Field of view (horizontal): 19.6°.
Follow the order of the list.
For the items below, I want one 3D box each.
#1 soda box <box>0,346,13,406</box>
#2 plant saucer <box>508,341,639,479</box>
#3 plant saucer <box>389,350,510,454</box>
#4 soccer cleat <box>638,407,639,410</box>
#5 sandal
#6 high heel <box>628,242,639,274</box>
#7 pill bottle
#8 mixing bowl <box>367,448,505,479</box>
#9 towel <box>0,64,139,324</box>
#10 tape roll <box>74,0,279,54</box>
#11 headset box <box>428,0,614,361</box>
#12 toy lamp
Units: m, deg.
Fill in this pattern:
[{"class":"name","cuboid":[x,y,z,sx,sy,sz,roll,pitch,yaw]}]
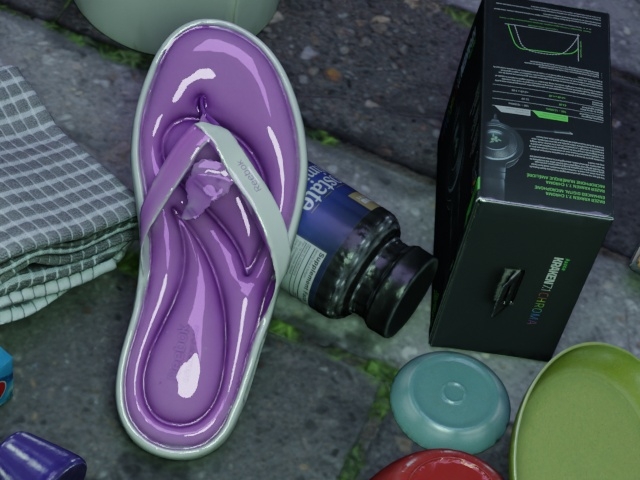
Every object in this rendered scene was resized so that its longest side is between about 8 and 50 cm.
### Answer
[{"class":"soda box","cuboid":[-0.381,0.085,1.727,0.210,0.071,0.067,37,56,18]},{"class":"plant saucer","cuboid":[0.250,0.214,1.691,0.241,0.037,0.241,10,74,-38]},{"class":"plant saucer","cuboid":[0.127,0.152,1.793,0.119,0.021,0.119,4,53,-6]},{"class":"soccer cleat","cuboid":[0.337,0.159,1.800,0.179,0.060,0.072,11,51,2]},{"class":"sandal","cuboid":[-0.098,-0.004,1.713,0.169,0.102,0.416,4,84,-3]},{"class":"high heel","cuboid":[0.368,-0.075,1.954,0.186,0.093,0.261,-10,65,-24]},{"class":"pill bottle","cuboid":[0.000,0.000,1.822,0.219,0.122,0.123,32,55,15]},{"class":"mixing bowl","cuboid":[0.111,0.255,1.665,0.181,0.098,0.181,5,53,-7]},{"class":"towel","cuboid":[-0.323,-0.041,1.749,0.235,0.121,0.284,39,35,19]},{"class":"tape roll","cuboid":[-0.153,-0.344,2.027,0.246,0.169,0.246,4,52,-6]},{"class":"headset box","cuboid":[0.193,-0.051,1.817,0.131,0.246,0.283,8,54,-4]},{"class":"toy lamp","cuboid":[-0.177,0.266,1.623,0.275,0.080,0.080,37,56,15]}]
